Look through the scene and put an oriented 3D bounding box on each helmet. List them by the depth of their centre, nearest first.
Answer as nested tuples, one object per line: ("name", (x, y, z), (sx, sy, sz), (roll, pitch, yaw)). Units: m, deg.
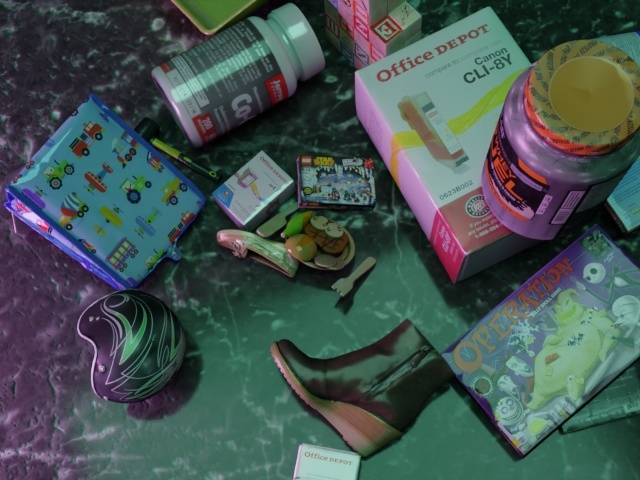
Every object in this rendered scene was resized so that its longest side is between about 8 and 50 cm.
("helmet", (-0.299, 0.175, 1.423), (0.169, 0.169, 0.161), (-34, 54, -9))

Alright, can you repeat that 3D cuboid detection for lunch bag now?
("lunch bag", (-0.352, -0.063, 1.518), (0.293, 0.138, 0.221), (40, 69, -9))

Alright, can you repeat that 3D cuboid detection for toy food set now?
("toy food set", (0.000, 0.000, 1.510), (0.192, 0.039, 0.132), (36, 46, 15))

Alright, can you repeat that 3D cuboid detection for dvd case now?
("dvd case", (0.439, 0.189, 1.450), (0.164, 0.018, 0.221), (-14, 70, -1))

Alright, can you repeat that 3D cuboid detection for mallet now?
("mallet", (-0.259, -0.166, 1.620), (0.189, 0.039, 0.062), (23, 70, 6))

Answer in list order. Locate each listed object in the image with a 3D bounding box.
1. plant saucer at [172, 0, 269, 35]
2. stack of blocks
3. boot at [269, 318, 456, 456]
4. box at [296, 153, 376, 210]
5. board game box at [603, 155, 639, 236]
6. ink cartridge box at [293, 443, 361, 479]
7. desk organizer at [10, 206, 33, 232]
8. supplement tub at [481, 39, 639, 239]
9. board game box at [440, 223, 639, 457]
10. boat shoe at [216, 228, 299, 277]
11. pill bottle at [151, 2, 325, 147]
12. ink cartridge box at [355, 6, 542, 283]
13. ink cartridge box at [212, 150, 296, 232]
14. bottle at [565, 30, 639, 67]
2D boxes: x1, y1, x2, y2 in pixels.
("plant saucer", (-0.161, -0.554, 1.703), (0.332, 0.081, 0.333), (-39, 60, -6))
("stack of blocks", (0.090, -0.409, 1.548), (0.087, 0.297, 0.171), (-38, 71, -11))
("boot", (0.065, 0.197, 1.418), (0.248, 0.090, 0.207), (45, 90, 3))
("box", (0.027, -0.102, 1.563), (0.136, 0.027, 0.094), (1, 68, -12))
("board game box", (0.596, -0.135, 1.509), (0.281, 0.027, 0.145), (-28, 74, -7))
("ink cartridge box", (0.005, 0.394, 1.377), (0.099, 0.056, 0.135), (9, 71, 6))
("desk organizer", (-0.480, -0.051, 1.577), (0.130, 0.050, 0.047), (-11, 102, -17))
("supplement tub", (0.341, -0.136, 1.251), (0.193, 0.316, 0.194), (-1, 71, 2))
("board game box", (0.388, 0.158, 1.429), (0.346, 0.056, 0.208), (-40, 65, -5))
("boat shoe", (-0.110, 0.021, 1.528), (0.152, 0.056, 0.048), (17, 71, 0))
("pill bottle", (-0.144, -0.301, 1.594), (0.283, 0.161, 0.161), (-30, 71, -8))
("ink cartridge box", (0.262, -0.167, 1.519), (0.279, 0.160, 0.385), (-26, 70, -6))
("ink cartridge box", (-0.116, -0.086, 1.569), (0.122, 0.052, 0.088), (-42, 72, -13))
("bottle", (0.565, -0.317, 1.595), (0.282, 0.092, 0.118), (-10, 70, -1))
